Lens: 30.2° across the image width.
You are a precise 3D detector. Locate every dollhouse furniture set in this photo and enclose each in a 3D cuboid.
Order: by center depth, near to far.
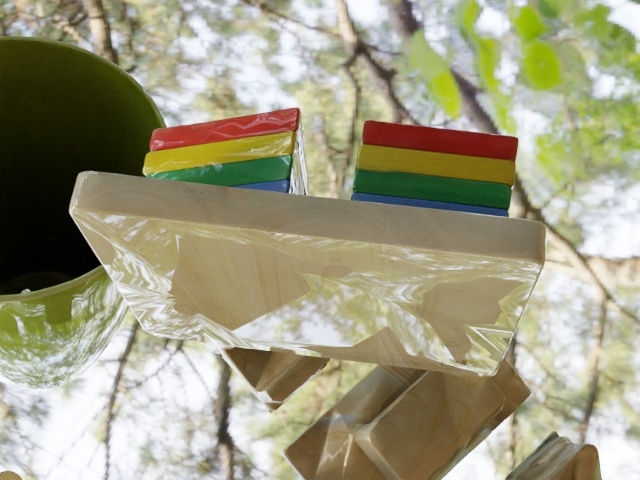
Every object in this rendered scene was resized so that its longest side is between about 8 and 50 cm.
[{"bbox_3d":[0.010,0.227,1.116,0.394,0.256,0.362,-40,-88,-15],"label":"dollhouse furniture set"}]

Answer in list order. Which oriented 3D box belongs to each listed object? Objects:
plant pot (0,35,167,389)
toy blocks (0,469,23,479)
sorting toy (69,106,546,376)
[{"bbox_3d":[-0.275,0.013,1.096,0.275,0.274,0.294,-40,-21,-28],"label":"plant pot"},{"bbox_3d":[-0.353,0.273,1.094,0.054,0.148,0.123,53,-142,-44],"label":"toy blocks"},{"bbox_3d":[0.000,0.000,0.756,0.255,0.257,0.089,7,-109,4],"label":"sorting toy"}]
